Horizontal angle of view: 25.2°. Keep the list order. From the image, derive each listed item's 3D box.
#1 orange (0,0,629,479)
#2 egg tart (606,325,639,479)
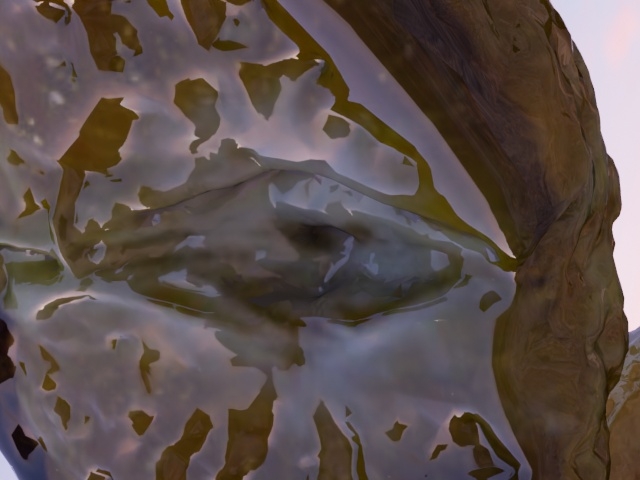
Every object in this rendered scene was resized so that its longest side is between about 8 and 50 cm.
[{"bbox_3d":[0.000,0.000,0.596,0.210,0.271,0.368,-31,-59,-54],"label":"orange"},{"bbox_3d":[0.274,0.224,0.994,0.443,0.178,0.443,-4,-80,-25],"label":"egg tart"}]
